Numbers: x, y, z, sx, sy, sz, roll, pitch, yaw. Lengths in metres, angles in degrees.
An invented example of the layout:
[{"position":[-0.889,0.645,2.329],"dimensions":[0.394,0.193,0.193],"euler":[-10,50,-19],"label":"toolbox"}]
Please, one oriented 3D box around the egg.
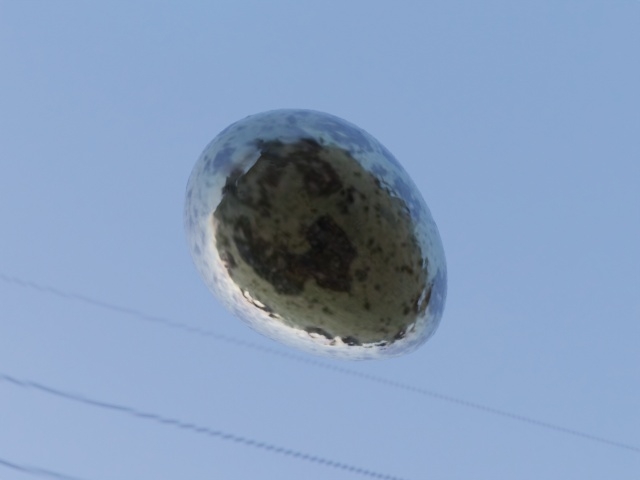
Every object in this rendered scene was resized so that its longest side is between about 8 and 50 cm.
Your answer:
[{"position":[0.000,0.000,0.749],"dimensions":[0.172,0.132,0.132],"euler":[40,-85,-3],"label":"egg"}]
